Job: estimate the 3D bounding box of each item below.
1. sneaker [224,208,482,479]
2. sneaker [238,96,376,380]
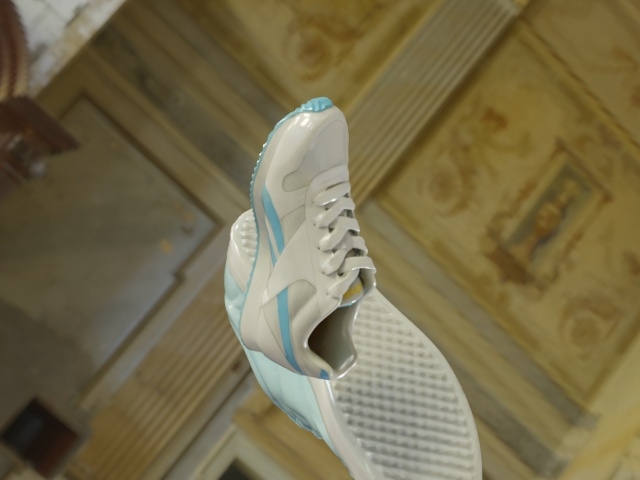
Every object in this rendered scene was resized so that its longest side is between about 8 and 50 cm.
[{"bbox_3d":[0.024,0.137,1.367,0.366,0.135,0.150,58,-28,31],"label":"sneaker"},{"bbox_3d":[0.000,0.000,1.117,0.092,0.087,0.228,26,-55,32],"label":"sneaker"}]
